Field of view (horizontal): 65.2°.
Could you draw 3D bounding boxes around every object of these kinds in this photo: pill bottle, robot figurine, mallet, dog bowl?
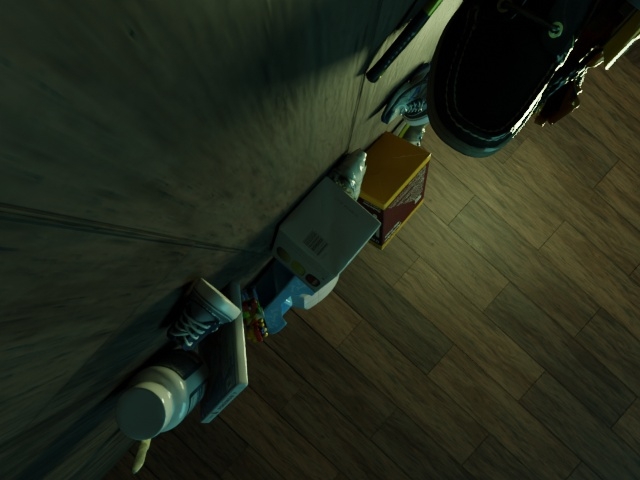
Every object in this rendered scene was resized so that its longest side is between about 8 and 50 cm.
[{"bbox_3d":[-0.260,0.253,0.831,0.108,0.108,0.180,-48,178,5],"label":"pill bottle"},{"bbox_3d":[0.355,-0.270,0.651,0.211,0.085,0.291,-57,179,-36],"label":"robot figurine"},{"bbox_3d":[0.103,-0.221,0.472,0.189,0.039,0.062,-44,-179,32],"label":"mallet"},{"bbox_3d":[-0.097,0.121,1.358,0.297,0.074,0.166,-49,-149,20],"label":"dog bowl"}]

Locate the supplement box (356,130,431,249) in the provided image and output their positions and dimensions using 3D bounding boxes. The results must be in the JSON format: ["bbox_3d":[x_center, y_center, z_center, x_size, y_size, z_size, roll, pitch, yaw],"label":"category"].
[{"bbox_3d":[0.157,-0.120,1.235,0.191,0.129,0.194,-47,155,-22],"label":"supplement box"}]

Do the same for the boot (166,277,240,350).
[{"bbox_3d":[-0.160,0.107,0.660,0.086,0.069,0.190,-50,180,-16],"label":"boot"}]

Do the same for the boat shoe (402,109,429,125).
[{"bbox_3d":[0.250,-0.327,0.997,0.228,0.080,0.076,-37,152,13],"label":"boat shoe"}]

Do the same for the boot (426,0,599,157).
[{"bbox_3d":[0.246,-0.282,0.475,0.377,0.138,0.284,-57,179,-11],"label":"boot"}]

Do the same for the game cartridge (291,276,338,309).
[{"bbox_3d":[-0.055,0.122,1.591,0.297,0.198,0.062,-44,142,-57],"label":"game cartridge"}]

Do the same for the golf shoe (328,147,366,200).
[{"bbox_3d":[0.065,-0.129,0.977,0.086,0.069,0.176,-54,179,0],"label":"golf shoe"}]

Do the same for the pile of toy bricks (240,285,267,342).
[{"bbox_3d":[-0.194,0.178,1.196,0.105,0.118,0.212,-20,-168,-6],"label":"pile of toy bricks"}]

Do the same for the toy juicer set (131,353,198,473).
[{"bbox_3d":[-0.449,0.465,1.412,0.329,0.089,0.209,-56,-166,-23],"label":"toy juicer set"}]

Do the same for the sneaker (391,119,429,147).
[{"bbox_3d":[0.240,-0.254,1.407,0.300,0.121,0.111,-48,178,9],"label":"sneaker"}]

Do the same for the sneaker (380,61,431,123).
[{"bbox_3d":[0.159,-0.242,0.850,0.135,0.058,0.052,-47,178,-10],"label":"sneaker"}]

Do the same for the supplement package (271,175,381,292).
[{"bbox_3d":[0.000,0.000,0.993,0.134,0.139,0.244,-49,178,-16],"label":"supplement package"}]

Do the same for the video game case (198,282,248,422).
[{"bbox_3d":[-0.188,0.209,0.934,0.183,0.023,0.201,-50,-140,40],"label":"video game case"}]
